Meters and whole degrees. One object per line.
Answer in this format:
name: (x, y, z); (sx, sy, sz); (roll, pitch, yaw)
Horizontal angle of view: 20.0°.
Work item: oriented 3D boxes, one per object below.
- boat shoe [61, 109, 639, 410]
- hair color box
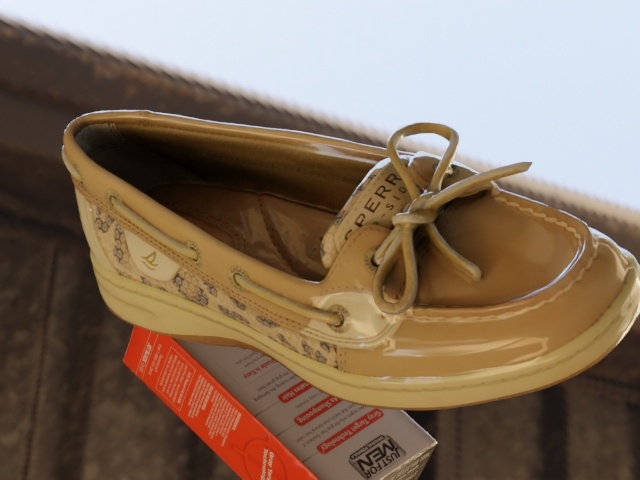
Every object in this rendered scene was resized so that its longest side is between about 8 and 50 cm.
boat shoe: (0.000, 0.000, 0.778); (0.104, 0.285, 0.089); (-52, -46, -37)
hair color box: (-0.021, 0.078, 0.878); (0.141, 0.043, 0.072); (42, -136, 22)
